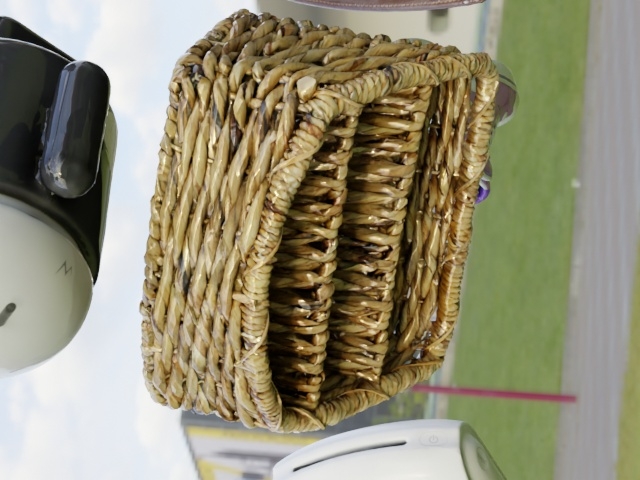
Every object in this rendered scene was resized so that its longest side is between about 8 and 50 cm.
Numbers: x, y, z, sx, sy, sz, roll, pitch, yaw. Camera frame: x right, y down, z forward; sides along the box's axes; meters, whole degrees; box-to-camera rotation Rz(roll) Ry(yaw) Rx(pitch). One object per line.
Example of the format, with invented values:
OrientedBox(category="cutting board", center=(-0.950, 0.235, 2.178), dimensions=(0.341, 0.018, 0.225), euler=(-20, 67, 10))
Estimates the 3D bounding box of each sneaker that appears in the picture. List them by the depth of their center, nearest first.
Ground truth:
OrientedBox(category="sneaker", center=(0.145, -0.107, 1.241), dimensions=(0.282, 0.102, 0.161), euler=(-1, -113, -56))

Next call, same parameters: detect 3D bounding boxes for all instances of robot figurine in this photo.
OrientedBox(category="robot figurine", center=(-0.239, -0.034, 0.853), dimensions=(0.209, 0.174, 0.278), euler=(101, 171, -50))

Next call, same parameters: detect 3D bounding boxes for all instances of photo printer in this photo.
OrientedBox(category="photo printer", center=(0.103, 0.326, 1.384), dimensions=(0.307, 0.256, 0.107), euler=(55, -152, -37))

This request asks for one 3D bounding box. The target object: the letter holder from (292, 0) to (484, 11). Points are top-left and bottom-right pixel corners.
OrientedBox(category="letter holder", center=(-0.011, -0.294, 0.962), dimensions=(0.152, 0.302, 0.214), euler=(-12, -71, -42))

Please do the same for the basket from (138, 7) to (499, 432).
OrientedBox(category="basket", center=(0.000, 0.000, 0.897), dimensions=(0.213, 0.223, 0.299), euler=(-61, -18, -63))
